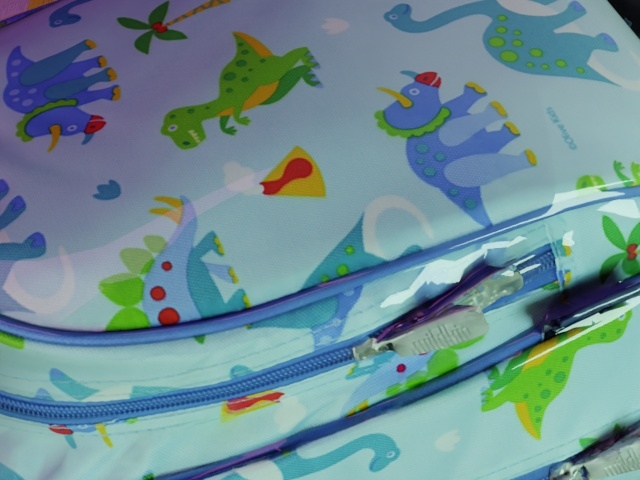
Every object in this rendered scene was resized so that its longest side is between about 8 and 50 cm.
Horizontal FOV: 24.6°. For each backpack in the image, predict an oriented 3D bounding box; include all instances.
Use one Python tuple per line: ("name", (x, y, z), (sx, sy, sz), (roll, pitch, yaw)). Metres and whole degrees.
("backpack", (0.000, 0.000, 0.570), (0.355, 0.273, 0.290), (-30, 53, 3))

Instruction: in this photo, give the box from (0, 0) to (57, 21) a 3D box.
("box", (-0.165, -0.157, 1.071), (0.179, 0.043, 0.105), (-16, 41, 13))
